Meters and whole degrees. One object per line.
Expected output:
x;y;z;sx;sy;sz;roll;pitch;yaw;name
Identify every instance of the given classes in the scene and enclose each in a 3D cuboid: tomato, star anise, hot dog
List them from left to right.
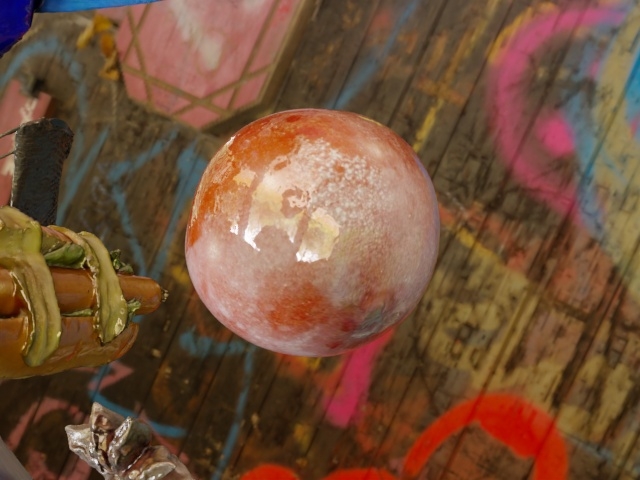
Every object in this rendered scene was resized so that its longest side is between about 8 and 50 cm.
-0.192;0.035;0.546;0.072;0.109;0.269;-20;167;21;hot dog
-0.246;0.316;1.142;0.231;0.089;0.209;46;151;-2;star anise
0.000;0.000;0.867;0.270;0.270;0.227;19;-151;-49;tomato

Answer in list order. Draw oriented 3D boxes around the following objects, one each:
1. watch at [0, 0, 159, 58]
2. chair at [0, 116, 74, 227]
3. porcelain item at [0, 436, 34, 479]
-0.112;-0.167;0.360;0.196;0.171;0.200;27;-141;29;watch
-0.324;-0.020;0.856;0.149;0.213;0.174;4;-176;11;chair
-0.211;0.215;0.378;0.178;0.405;0.242;5;-150;43;porcelain item
